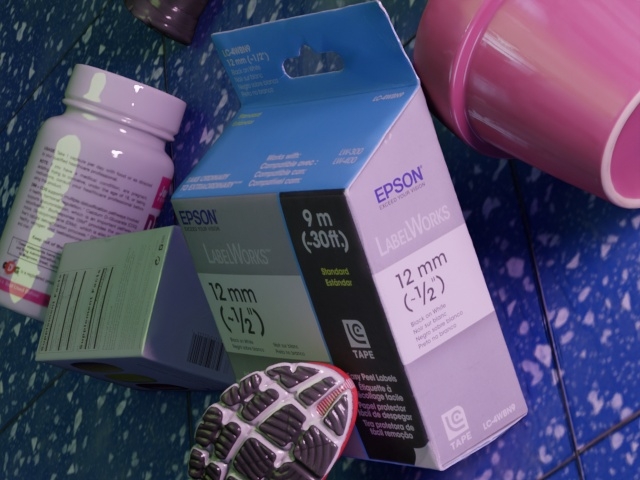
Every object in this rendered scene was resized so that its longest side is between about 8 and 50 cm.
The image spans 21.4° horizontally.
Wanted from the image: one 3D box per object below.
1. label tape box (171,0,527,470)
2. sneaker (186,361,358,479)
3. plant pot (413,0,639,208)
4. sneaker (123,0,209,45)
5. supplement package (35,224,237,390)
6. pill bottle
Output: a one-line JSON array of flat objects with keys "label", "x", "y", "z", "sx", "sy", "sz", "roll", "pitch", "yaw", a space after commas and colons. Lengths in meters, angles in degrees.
[{"label": "label tape box", "x": 0.000, "y": 0.000, "z": 1.359, "sx": 0.249, "sy": 0.115, "sz": 0.347, "roll": -1, "pitch": 114, "yaw": 54}, {"label": "sneaker", "x": -0.049, "y": 0.191, "z": 1.371, "sx": 0.107, "sy": 0.118, "sz": 0.279, "roll": 43, "pitch": 122, "yaw": 15}, {"label": "plant pot", "x": 0.199, "y": -0.123, "z": 1.253, "sx": 0.180, "sy": 0.201, "sz": 0.201, "roll": 45, "pitch": 112, "yaw": 38}, {"label": "sneaker", "x": -0.195, "y": -0.346, "z": 2.049, "sx": 0.130, "sy": 0.109, "sz": 0.286, "roll": -54, "pitch": 44, "yaw": 13}, {"label": "supplement package", "x": -0.168, "y": 0.075, "z": 1.730, "sx": 0.244, "sy": 0.139, "sz": 0.133, "roll": -8, "pitch": 66, "yaw": 56}, {"label": "pill bottle", "x": -0.260, "y": -0.045, "z": 1.912, "sx": 0.160, "sy": 0.160, "sz": 0.283, "roll": 20, "pitch": 90, "yaw": 58}]
